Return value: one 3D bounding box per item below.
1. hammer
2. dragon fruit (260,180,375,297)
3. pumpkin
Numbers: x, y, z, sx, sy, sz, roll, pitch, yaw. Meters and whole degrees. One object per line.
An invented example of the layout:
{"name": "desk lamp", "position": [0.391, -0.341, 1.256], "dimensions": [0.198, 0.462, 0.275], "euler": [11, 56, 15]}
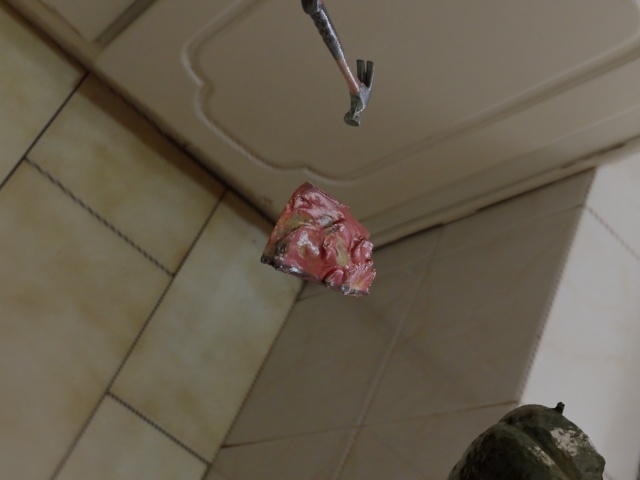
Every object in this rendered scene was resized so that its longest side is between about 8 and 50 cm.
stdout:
{"name": "hammer", "position": [0.029, -0.309, 1.663], "dimensions": [0.287, 0.033, 0.111], "euler": [54, 51, -56]}
{"name": "dragon fruit", "position": [0.000, 0.000, 1.567], "dimensions": [0.262, 0.163, 0.189], "euler": [-11, 95, -78]}
{"name": "pumpkin", "position": [0.194, 0.280, 1.185], "dimensions": [0.111, 0.278, 0.163], "euler": [7, 70, -31]}
